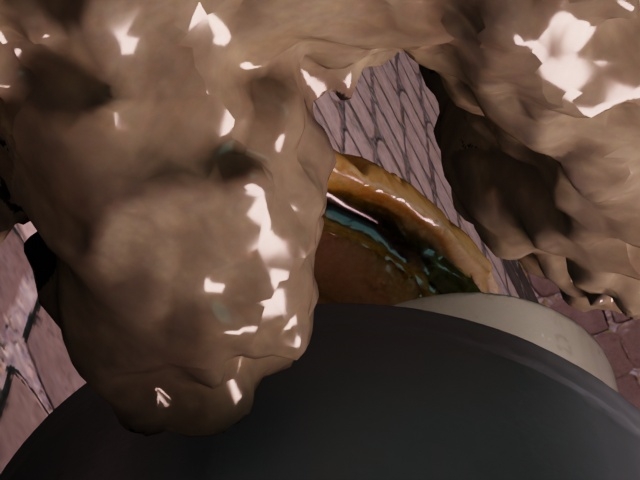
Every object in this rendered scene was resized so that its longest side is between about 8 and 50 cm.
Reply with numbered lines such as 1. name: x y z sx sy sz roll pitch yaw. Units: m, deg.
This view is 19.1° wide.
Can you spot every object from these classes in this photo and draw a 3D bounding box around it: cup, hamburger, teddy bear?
1. cup: -0.011 0.226 0.483 0.311 0.256 0.331 -79 -175 -68
2. hamburger: 0.000 0.000 1.165 0.208 0.155 0.135 51 13 -29
3. teddy bear: -0.070 -0.114 0.477 0.224 0.367 0.357 -163 -123 -85

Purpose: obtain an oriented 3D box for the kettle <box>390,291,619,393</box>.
1. kettle: 0.073 0.186 0.968 0.318 0.205 0.265 -98 163 -47
